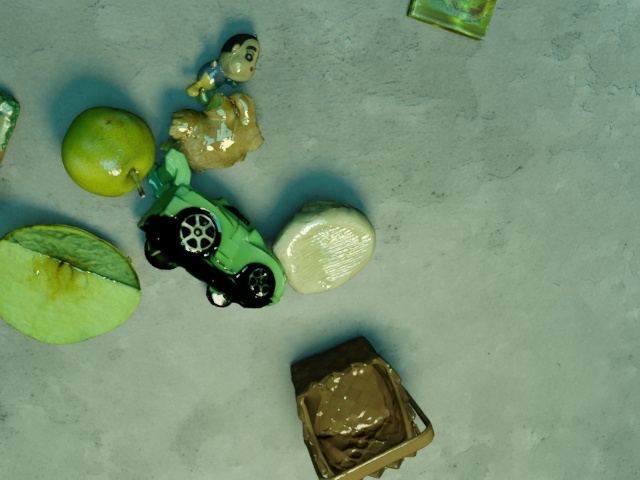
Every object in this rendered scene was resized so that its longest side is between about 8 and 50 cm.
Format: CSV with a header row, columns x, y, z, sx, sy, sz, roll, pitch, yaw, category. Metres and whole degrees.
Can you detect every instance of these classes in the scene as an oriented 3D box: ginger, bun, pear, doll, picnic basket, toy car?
x,y,z,sx,sy,sz,roll,pitch,yaw,category
-0.223,-0.209,1.428,0.216,0.102,0.157,-15,133,5,ginger
0.000,0.000,1.510,0.231,0.133,0.231,-13,129,-16,bun
-0.393,-0.161,1.365,0.180,0.216,0.166,-43,150,-19,pear
-0.186,-0.344,1.419,0.089,0.102,0.179,44,95,22,doll
-0.529,0.099,1.449,0.288,0.139,0.239,23,114,-19,pear
0.083,0.397,1.538,0.254,0.321,0.291,-23,109,-7,picnic basket
-0.224,-0.003,1.442,0.358,0.213,0.176,37,65,-19,toy car

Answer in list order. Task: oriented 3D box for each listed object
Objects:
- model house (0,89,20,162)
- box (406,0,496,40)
x,y,z,sx,sy,sz,roll,pitch,yaw,category
-0.691,-0.157,1.248,0.194,0.325,0.267,23,99,-17,model house
0.307,-0.592,1.463,0.173,0.043,0.311,14,101,-13,box
